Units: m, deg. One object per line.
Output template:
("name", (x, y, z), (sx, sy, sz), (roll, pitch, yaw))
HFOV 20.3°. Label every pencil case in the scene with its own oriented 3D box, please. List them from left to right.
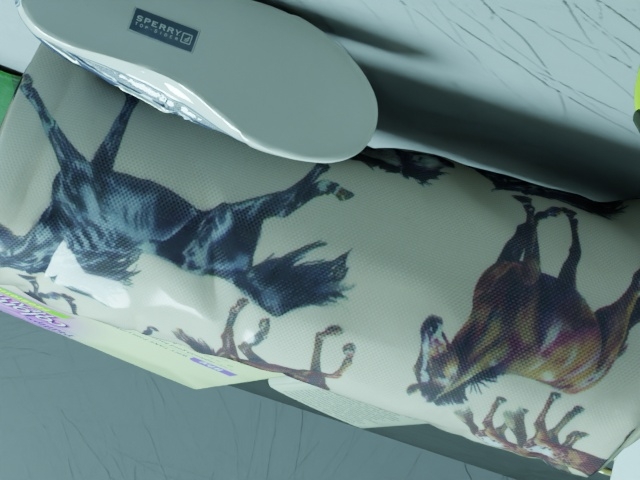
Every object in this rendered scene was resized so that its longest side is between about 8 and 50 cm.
("pencil case", (0.000, 0.000, 1.006), (0.410, 0.160, 0.183), (17, -163, 1))

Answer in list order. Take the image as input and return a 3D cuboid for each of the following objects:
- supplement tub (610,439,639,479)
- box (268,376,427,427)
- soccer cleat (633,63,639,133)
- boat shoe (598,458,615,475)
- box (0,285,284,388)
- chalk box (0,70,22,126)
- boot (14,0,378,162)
("supplement tub", (0.359, 0.186, 1.042), (0.331, 0.241, 0.241), (9, 173, -16))
("box", (0.097, 0.070, 1.269), (0.275, 0.094, 0.113), (-9, 152, 44))
("soccer cleat", (0.223, -0.043, 0.580), (0.121, 0.093, 0.289), (17, 173, -34))
("boat shoe", (0.256, 0.140, 1.326), (0.105, 0.089, 0.285), (19, -170, 10))
("box", (-0.102, 0.007, 1.248), (0.213, 0.117, 0.243), (25, 159, -27))
("chalk box", (-0.302, -0.026, 1.234), (0.132, 0.213, 0.132), (19, 171, -15))
("boot", (-0.062, -0.094, 0.904), (0.190, 0.069, 0.086), (27, 176, -6))
